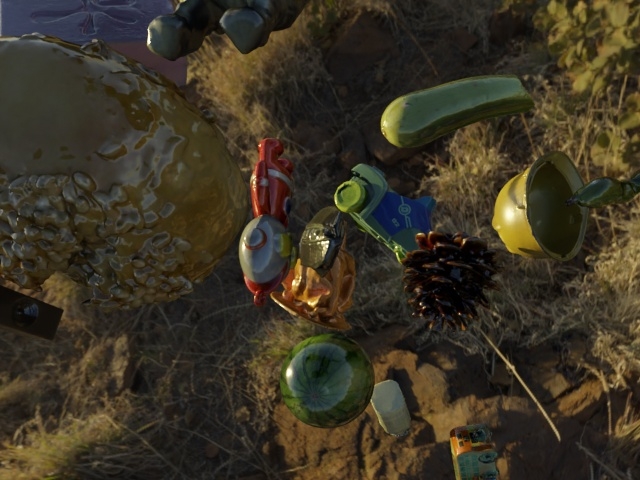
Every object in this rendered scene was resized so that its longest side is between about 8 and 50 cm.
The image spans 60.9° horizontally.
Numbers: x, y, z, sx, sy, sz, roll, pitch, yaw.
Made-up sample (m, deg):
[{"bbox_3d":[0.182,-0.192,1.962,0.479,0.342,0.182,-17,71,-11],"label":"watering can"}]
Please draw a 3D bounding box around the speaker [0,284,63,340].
[{"bbox_3d":[-0.374,0.062,0.583,0.046,0.191,0.040,-4,64,29],"label":"speaker"}]

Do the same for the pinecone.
[{"bbox_3d":[0.250,0.081,1.057,0.208,0.207,0.207,-10,59,17],"label":"pinecone"}]

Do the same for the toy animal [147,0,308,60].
[{"bbox_3d":[-0.063,-0.289,0.320,0.106,0.342,0.168,6,27,15],"label":"toy animal"}]

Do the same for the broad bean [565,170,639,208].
[{"bbox_3d":[0.551,-0.094,1.034,0.214,0.070,0.048,-18,43,-23],"label":"broad bean"}]

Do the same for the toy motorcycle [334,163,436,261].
[{"bbox_3d":[0.213,-0.076,1.560,0.200,0.191,0.326,-49,59,0],"label":"toy motorcycle"}]

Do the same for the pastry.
[{"bbox_3d":[-0.232,-0.042,0.532,0.285,0.316,0.184,-29,40,43],"label":"pastry"}]

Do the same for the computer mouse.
[{"bbox_3d":[0.000,0.000,0.885,0.062,0.192,0.105,20,81,-2],"label":"computer mouse"}]

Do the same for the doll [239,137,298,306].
[{"bbox_3d":[-0.072,-0.024,0.769,0.076,0.142,0.244,-6,62,13],"label":"doll"}]

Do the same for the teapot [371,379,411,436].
[{"bbox_3d":[0.169,0.401,1.328,0.077,0.200,0.107,-21,51,1],"label":"teapot"}]

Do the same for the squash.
[{"bbox_3d":[0.212,-0.208,0.853,0.250,0.083,0.083,-18,55,-10],"label":"squash"}]

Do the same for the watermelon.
[{"bbox_3d":[0.018,0.280,1.103,0.188,0.215,0.187,1,92,17],"label":"watermelon"}]

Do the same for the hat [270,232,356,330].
[{"bbox_3d":[0.015,0.080,1.400,0.234,0.244,0.233,23,93,11],"label":"hat"}]

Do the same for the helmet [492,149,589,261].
[{"bbox_3d":[0.435,-0.058,1.127,0.140,0.205,0.257,-19,23,49],"label":"helmet"}]

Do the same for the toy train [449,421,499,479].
[{"bbox_3d":[0.348,0.484,1.232,0.099,0.188,0.072,-10,39,10],"label":"toy train"}]

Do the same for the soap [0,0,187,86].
[{"bbox_3d":[-0.404,-0.388,0.964,0.286,0.107,0.296,-12,56,-18],"label":"soap"}]
